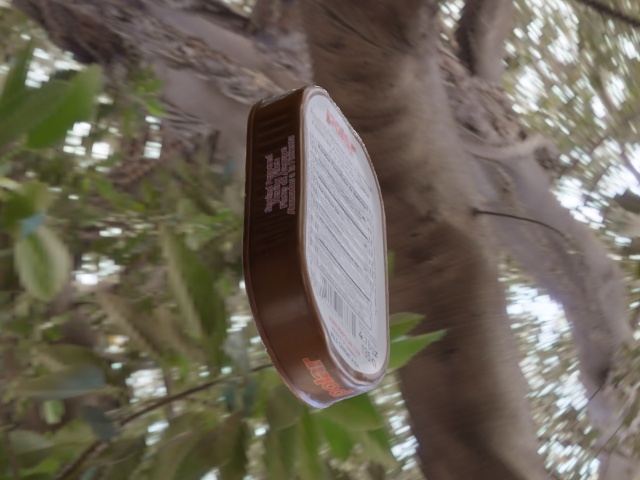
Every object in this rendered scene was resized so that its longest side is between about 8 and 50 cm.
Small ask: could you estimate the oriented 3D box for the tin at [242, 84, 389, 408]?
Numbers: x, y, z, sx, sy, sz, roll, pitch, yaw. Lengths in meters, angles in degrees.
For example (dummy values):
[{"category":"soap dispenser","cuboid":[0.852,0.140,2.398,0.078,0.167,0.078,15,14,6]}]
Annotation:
[{"category":"tin","cuboid":[0.000,0.000,0.958,0.040,0.106,0.189,-17,-134,18]}]
